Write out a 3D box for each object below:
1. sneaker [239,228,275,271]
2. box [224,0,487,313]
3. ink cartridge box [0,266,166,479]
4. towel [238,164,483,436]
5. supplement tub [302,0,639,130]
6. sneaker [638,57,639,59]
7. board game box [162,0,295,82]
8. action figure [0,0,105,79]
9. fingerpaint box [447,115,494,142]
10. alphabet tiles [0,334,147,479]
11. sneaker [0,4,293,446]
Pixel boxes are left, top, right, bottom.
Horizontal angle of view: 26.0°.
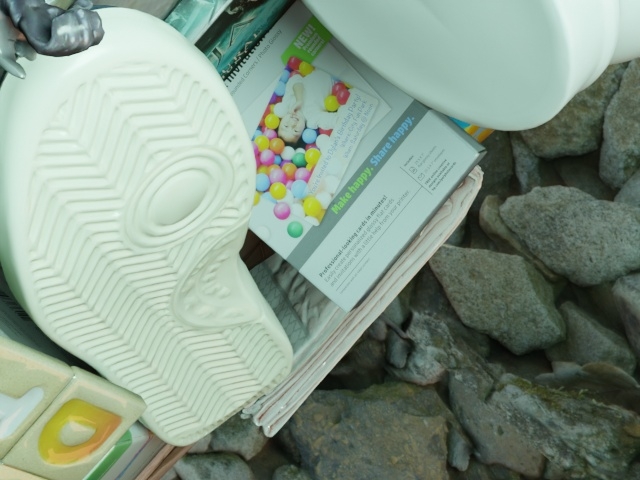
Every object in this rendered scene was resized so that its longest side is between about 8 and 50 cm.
[{"bbox_3d":[-0.076,-0.011,1.227,0.147,0.104,0.295,-48,170,20],"label":"sneaker"},{"bbox_3d":[-0.003,-0.065,0.952,0.145,0.186,0.038,-50,171,15],"label":"box"},{"bbox_3d":[-0.180,0.093,0.826,0.093,0.154,0.212,-48,174,1],"label":"ink cartridge box"},{"bbox_3d":[0.000,0.000,1.384,0.317,0.053,0.332,-49,-156,6],"label":"towel"},{"bbox_3d":[0.136,-0.234,0.669,0.325,0.235,0.235,-47,174,-17],"label":"supplement tub"},{"bbox_3d":[0.183,-0.167,0.903,0.322,0.130,0.236,-22,144,-1],"label":"sneaker"},{"bbox_3d":[-0.089,-0.104,0.866,0.186,0.026,0.126,-49,174,2],"label":"board game box"},{"bbox_3d":[-0.068,-0.142,0.467,0.185,0.099,0.285,-54,177,1],"label":"action figure"},{"bbox_3d":[0.213,-0.289,1.212,0.445,0.163,0.371,-40,168,-48],"label":"fingerpaint box"},{"bbox_3d":[-0.237,0.147,0.617,0.285,0.011,0.342,-49,143,5],"label":"alphabet tiles"},{"bbox_3d":[-0.111,-0.019,0.714,0.131,0.148,0.350,-31,152,-14],"label":"sneaker"}]
